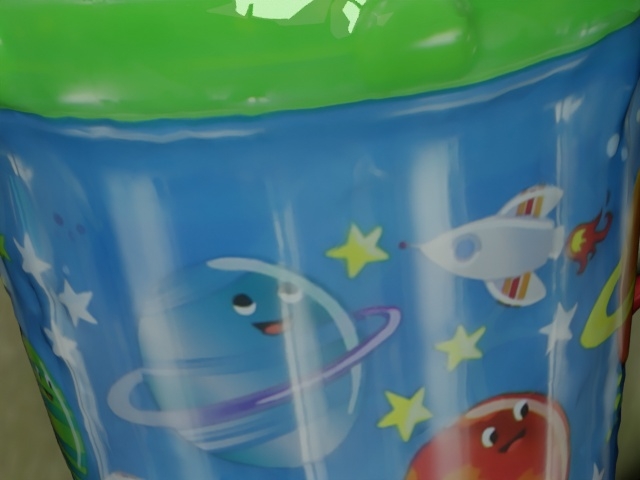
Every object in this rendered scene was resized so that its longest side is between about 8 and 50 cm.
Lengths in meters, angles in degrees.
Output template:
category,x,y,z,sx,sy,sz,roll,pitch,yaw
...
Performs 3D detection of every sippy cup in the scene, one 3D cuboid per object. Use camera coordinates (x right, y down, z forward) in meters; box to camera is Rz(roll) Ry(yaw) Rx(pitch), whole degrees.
category,x,y,z,sx,sy,sz,roll,pitch,yaw
sippy cup,0.000,0.000,0.603,0.240,0.305,0.224,-22,116,-36

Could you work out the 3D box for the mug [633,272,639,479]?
category,x,y,z,sx,sy,sz,roll,pitch,yaw
mug,0.144,0.101,0.682,0.169,0.150,0.113,-47,136,13
